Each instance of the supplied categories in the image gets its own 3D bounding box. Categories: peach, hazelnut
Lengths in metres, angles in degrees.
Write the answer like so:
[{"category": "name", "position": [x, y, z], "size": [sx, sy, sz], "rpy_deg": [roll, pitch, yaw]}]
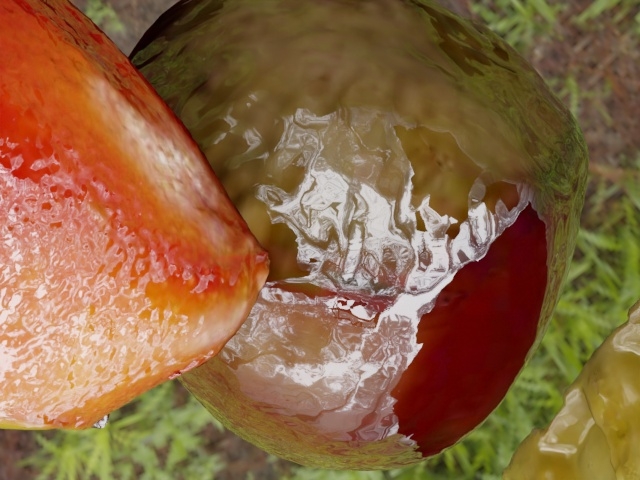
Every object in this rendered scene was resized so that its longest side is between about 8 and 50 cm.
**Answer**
[{"category": "peach", "position": [-0.151, -0.025, 0.436], "size": [0.267, 0.154, 0.158], "rpy_deg": [8, 90, 7]}, {"category": "hazelnut", "position": [0.000, 0.000, 0.611], "size": [0.208, 0.208, 0.208], "rpy_deg": [-14, 132, -15]}]

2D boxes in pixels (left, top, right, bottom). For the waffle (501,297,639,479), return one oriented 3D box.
[{"category": "waffle", "position": [0.135, 0.109, 0.547], "size": [0.057, 0.168, 0.274], "rpy_deg": [12, 130, -23]}]
